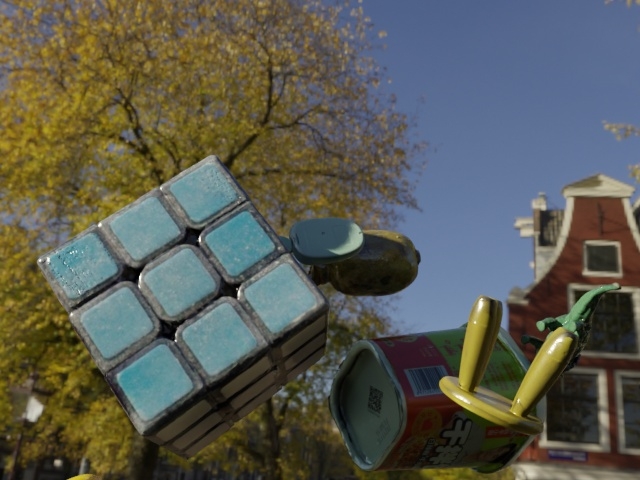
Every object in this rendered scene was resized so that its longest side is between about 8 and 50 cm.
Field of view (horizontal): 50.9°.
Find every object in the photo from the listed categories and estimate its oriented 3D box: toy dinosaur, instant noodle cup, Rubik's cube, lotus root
[{"bbox_3d":[0.441,0.172,1.226,0.120,0.079,0.292,-16,-42,-13],"label":"toy dinosaur"},{"bbox_3d":[0.203,0.295,1.253,0.308,0.294,0.294,5,-17,-31],"label":"instant noodle cup"},{"bbox_3d":[-0.188,0.111,1.030,0.301,0.305,0.304,-36,-17,-14],"label":"Rubik's cube"},{"bbox_3d":[0.078,0.051,1.437,0.278,0.154,0.154,-6,-19,-5],"label":"lotus root"}]

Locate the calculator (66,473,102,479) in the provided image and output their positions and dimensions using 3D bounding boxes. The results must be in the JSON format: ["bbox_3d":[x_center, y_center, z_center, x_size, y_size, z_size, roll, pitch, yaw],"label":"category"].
[{"bbox_3d":[-0.408,0.417,1.052,0.146,0.032,0.235,-23,-25,-21],"label":"calculator"}]

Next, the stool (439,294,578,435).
[{"bbox_3d":[0.191,0.124,0.685,0.134,0.110,0.135,23,2,-25],"label":"stool"}]

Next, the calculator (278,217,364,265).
[{"bbox_3d":[0.000,0.000,1.143,0.153,0.095,0.021,-6,-39,-13],"label":"calculator"}]
